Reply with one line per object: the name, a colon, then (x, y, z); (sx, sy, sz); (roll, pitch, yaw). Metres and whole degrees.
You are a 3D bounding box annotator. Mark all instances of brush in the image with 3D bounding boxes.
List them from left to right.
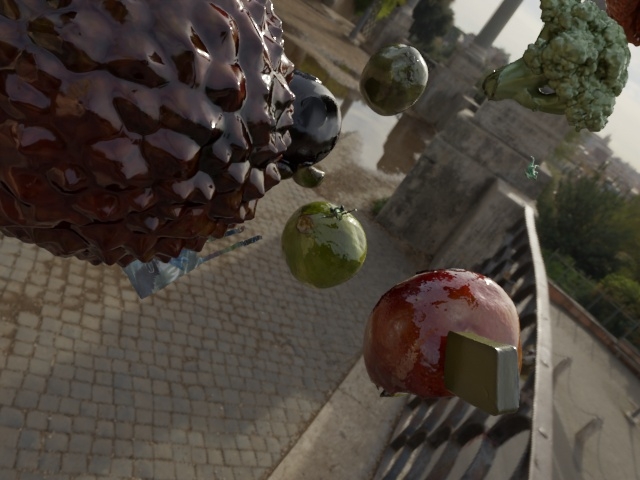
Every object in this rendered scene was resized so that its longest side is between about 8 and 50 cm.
brush: (0.302, 0.245, 1.013); (0.059, 0.123, 0.197); (1, 0, -13)

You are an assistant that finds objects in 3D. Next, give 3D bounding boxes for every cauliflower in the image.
cauliflower: (0.521, -0.375, 1.156); (0.326, 0.281, 0.260); (64, 7, -1)

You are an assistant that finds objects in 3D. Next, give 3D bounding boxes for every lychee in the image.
lychee: (-0.256, -0.201, 0.600); (0.500, 0.425, 0.424); (50, 20, -15)

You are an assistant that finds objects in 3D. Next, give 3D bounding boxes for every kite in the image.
kite: (-0.298, -0.005, 1.189); (0.015, 0.310, 0.169); (120, -54, -79)

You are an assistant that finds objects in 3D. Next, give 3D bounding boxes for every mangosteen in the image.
mangosteen: (-0.110, -0.394, 1.895); (0.381, 0.381, 0.420); (11, 75, -42)

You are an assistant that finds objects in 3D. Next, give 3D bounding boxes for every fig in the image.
fig: (0.001, 0.012, 1.958); (0.344, 0.343, 0.343); (28, 24, -14)

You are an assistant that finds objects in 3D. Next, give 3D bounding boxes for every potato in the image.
potato: (0.251, -0.557, 1.857); (0.221, 0.243, 0.326); (41, 18, -11)

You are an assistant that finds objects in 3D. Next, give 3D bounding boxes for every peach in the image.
peach: (0.298, 0.226, 1.313); (0.406, 0.335, 0.309); (-2, 81, -17)

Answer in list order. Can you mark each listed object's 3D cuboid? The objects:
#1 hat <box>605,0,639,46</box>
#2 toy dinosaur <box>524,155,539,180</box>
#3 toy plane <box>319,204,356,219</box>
hat: (0.873, -0.539, 1.255); (0.285, 0.285, 0.400); (19, 44, -32)
toy dinosaur: (0.597, -0.204, 1.521); (0.062, 0.021, 0.083); (-4, 65, -29)
toy plane: (0.048, -0.074, 1.453); (0.103, 0.040, 0.111); (-9, 2, 7)
